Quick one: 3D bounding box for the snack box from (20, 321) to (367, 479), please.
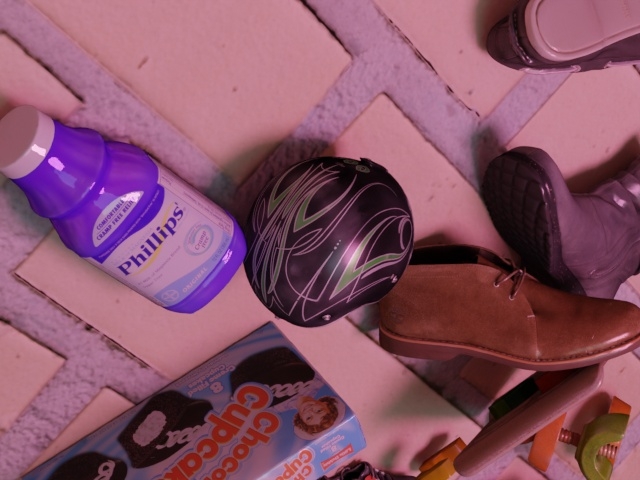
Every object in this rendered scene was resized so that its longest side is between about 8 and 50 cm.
[{"bbox_3d":[-0.133,0.232,1.681,0.322,0.187,0.060,-32,132,-13],"label":"snack box"}]

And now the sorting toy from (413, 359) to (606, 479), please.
[{"bbox_3d":[0.221,0.204,1.901,0.307,0.041,0.229,-38,179,20],"label":"sorting toy"}]

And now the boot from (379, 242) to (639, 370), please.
[{"bbox_3d":[0.215,0.071,1.788,0.305,0.112,0.115,2,115,9],"label":"boot"}]

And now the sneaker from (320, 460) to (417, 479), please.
[{"bbox_3d":[0.064,0.301,1.955,0.158,0.061,0.065,-6,116,-32],"label":"sneaker"}]

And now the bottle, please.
[{"bbox_3d":[-0.193,-0.033,1.525,0.118,0.092,0.283,-48,134,4],"label":"bottle"}]

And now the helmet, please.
[{"bbox_3d":[0.000,0.000,1.634,0.161,0.169,0.169,-21,131,-42],"label":"helmet"}]

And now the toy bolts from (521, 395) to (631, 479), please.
[{"bbox_3d":[0.299,0.293,2.094,0.218,0.158,0.228,-34,140,-72],"label":"toy bolts"}]

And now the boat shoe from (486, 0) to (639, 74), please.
[{"bbox_3d":[0.326,-0.246,1.755,0.335,0.095,0.112,-12,90,-32],"label":"boat shoe"}]

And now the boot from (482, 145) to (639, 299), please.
[{"bbox_3d":[0.321,-0.047,1.873,0.222,0.118,0.338,-39,145,-10],"label":"boot"}]
